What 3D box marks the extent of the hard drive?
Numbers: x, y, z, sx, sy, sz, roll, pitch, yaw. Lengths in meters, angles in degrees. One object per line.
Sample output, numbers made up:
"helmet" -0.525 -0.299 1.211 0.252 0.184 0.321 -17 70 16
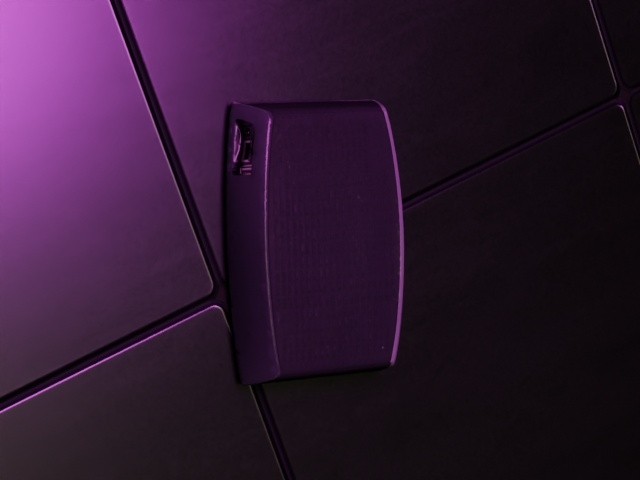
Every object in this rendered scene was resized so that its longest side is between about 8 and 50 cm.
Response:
"hard drive" 0.000 0.000 1.733 0.172 0.054 0.254 -4 93 -32
